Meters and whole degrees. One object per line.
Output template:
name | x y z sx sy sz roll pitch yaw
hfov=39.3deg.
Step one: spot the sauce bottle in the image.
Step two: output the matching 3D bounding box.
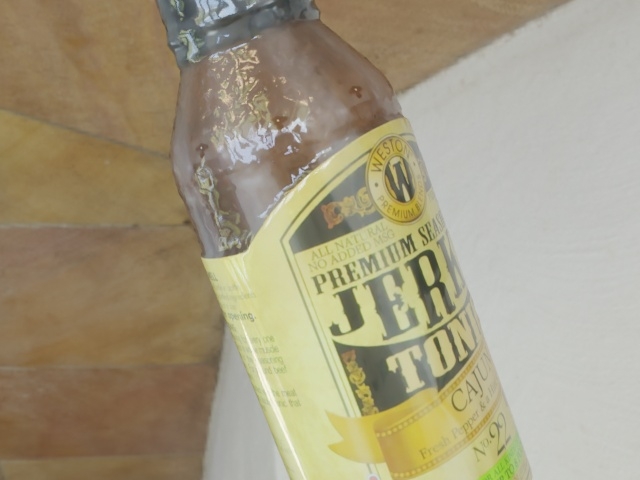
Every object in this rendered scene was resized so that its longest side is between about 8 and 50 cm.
sauce bottle | 0.000 0.000 0.401 0.111 0.111 0.344 -19 102 16
